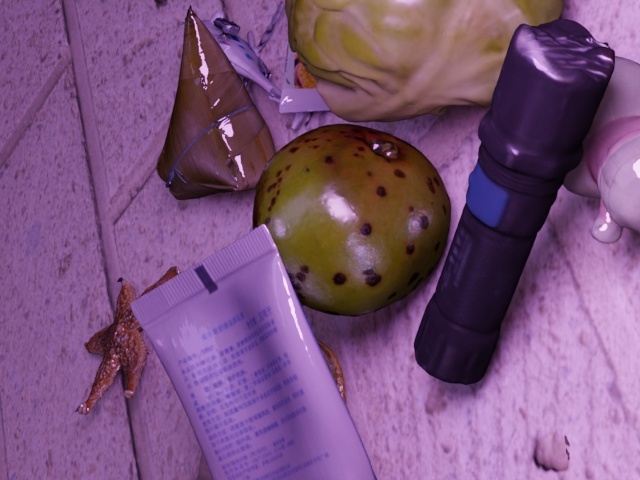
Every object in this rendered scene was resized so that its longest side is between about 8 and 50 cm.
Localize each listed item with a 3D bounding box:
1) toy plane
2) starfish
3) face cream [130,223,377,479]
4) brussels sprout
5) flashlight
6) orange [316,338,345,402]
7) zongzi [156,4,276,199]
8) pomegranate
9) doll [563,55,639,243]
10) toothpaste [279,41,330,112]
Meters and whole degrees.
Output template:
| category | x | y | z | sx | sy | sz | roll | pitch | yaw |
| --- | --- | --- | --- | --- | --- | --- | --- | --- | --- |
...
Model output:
| category | x | y | z | sx | sy | sz | roll | pitch | yaw |
| --- | --- | --- | --- | --- | --- | --- | --- | --- | --- |
| toy plane | -0.108 | -0.229 | 2.114 | 0.182 | 0.107 | 0.273 | -52 | 40 | 29 |
| starfish | -0.281 | 0.148 | 2.259 | 0.295 | 0.048 | 0.231 | -37 | 37 | 41 |
| face cream | -0.053 | 0.216 | 1.666 | 0.235 | 0.137 | 0.420 | -30 | 82 | 40 |
| brussels sprout | 0.116 | -0.264 | 1.658 | 0.328 | 0.247 | 0.328 | -33 | 16 | 11 |
| flashlight | 0.175 | -0.019 | 1.484 | 0.103 | 0.103 | 0.424 | -110 | 25 | -43 |
| orange | -0.043 | 0.183 | 1.796 | 0.134 | 0.156 | 0.156 | 51 | 128 | 6 |
| zongzi | -0.174 | -0.177 | 2.095 | 0.228 | 0.115 | 0.256 | -7 | 111 | 58 |
| pomegranate | 0.010 | -0.009 | 1.733 | 0.286 | 0.231 | 0.231 | -35 | 48 | 46 |
| doll | 0.281 | -0.092 | 1.454 | 0.155 | 0.113 | 0.275 | -60 | 35 | 25 |
| toothpaste | -0.011 | -0.307 | 2.049 | 0.058 | 0.056 | 0.314 | -26 | 54 | 46 |
